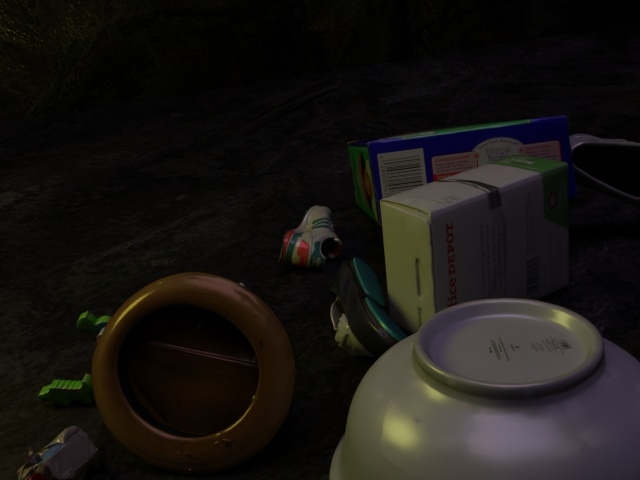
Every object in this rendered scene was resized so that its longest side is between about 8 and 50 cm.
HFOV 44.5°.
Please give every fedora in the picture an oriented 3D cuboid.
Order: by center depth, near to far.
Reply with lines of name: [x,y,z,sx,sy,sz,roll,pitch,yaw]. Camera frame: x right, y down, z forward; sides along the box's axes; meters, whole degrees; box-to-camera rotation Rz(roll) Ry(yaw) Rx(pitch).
fedora: [-0.114,0.125,0.739,0.195,0.194,0.079,-3,-14,8]

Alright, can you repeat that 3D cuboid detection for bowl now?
bowl: [0.148,0.135,0.623,0.298,0.134,0.298,-6,22,2]

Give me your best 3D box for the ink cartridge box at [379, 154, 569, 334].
ink cartridge box: [0.182,0.005,0.907,0.220,0.160,0.093,-18,23,-30]

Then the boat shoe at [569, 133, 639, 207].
boat shoe: [0.456,-0.086,1.068,0.268,0.096,0.088,21,10,3]

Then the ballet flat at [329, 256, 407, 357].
ballet flat: [0.047,0.088,0.870,0.074,0.074,0.203,-9,24,-6]

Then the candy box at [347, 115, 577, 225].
candy box: [0.190,-0.107,1.158,0.268,0.122,0.317,-8,6,-2]

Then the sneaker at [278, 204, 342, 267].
sneaker: [0.000,0.000,1.132,0.075,0.057,0.161,18,26,13]

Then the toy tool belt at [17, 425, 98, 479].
toy tool belt: [-0.238,0.202,0.685,0.051,0.052,0.083,-31,5,29]

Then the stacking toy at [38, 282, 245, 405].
stacking toy: [-0.187,0.111,0.884,0.221,0.052,0.167,-7,21,0]
